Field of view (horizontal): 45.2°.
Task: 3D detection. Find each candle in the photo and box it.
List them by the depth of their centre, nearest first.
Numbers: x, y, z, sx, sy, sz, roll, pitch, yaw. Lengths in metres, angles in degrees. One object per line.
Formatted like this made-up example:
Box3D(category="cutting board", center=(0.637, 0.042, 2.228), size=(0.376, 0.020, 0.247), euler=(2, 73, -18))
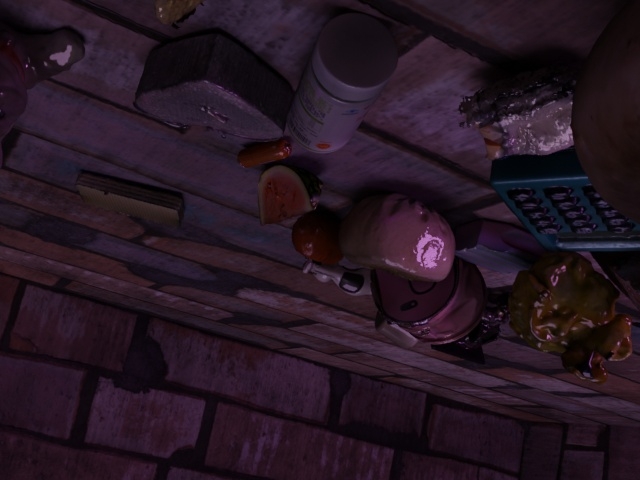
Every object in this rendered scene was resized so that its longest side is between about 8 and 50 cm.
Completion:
Box3D(category="candle", center=(-0.130, -0.182, 0.925), size=(0.192, 0.068, 0.168), euler=(11, 166, -4))

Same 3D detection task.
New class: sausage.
Box3D(category="sausage", center=(-0.077, -0.129, 1.126), size=(0.107, 0.031, 0.031), euler=(-8, 154, 45))
Box3D(category="sausage", center=(0.000, 0.000, 1.401), size=(0.089, 0.089, 0.179), euler=(5, 171, 21))

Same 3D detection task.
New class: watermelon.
Box3D(category="watermelon", center=(0.494, 0.044, 1.130), size=(0.094, 0.154, 0.241), euler=(53, 173, -20))
Box3D(category="watermelon", center=(-0.040, -0.079, 1.207), size=(0.069, 0.087, 0.163), euler=(-14, -179, -34))

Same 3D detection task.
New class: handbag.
Box3D(category="handbag", center=(0.188, 0.080, 1.350), size=(0.179, 0.205, 0.116), euler=(-26, 138, 15))

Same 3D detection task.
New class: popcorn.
Box3D(category="popcorn", center=(0.395, 0.109, 1.190), size=(0.195, 0.168, 0.173), euler=(34, -154, 32))

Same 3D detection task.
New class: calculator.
Box3D(category="calculator", center=(0.382, -0.047, 1.033), size=(0.248, 0.058, 0.274), euler=(-2, 157, 35))

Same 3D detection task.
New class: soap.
Box3D(category="soap", center=(0.298, 0.012, 1.280), size=(0.149, 0.056, 0.100), euler=(19, 159, -25))

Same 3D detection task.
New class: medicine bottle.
Box3D(category="medicine bottle", center=(0.019, -0.166, 0.846), size=(0.086, 0.086, 0.183), euler=(15, 163, -9))

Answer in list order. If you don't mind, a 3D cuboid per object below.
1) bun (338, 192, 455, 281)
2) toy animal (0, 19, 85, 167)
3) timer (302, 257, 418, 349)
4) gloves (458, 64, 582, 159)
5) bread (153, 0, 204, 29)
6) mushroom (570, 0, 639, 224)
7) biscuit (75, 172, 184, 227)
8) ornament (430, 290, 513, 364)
Box3D(category="bun", center=(0.122, -0.007, 1.231), size=(0.178, 0.128, 0.193), euler=(16, 174, -11))
Box3D(category="toy animal", center=(-0.492, -0.214, 0.901), size=(0.266, 0.188, 0.308), euler=(9, 169, 41))
Box3D(category="timer", center=(0.090, 0.087, 1.535), size=(0.266, 0.175, 0.175), euler=(24, 162, -4))
Box3D(category="gloves", center=(0.231, -0.142, 0.810), size=(0.153, 0.070, 0.114), euler=(-8, 147, 33))
Box3D(category="bread", center=(-0.078, -0.256, 0.614), size=(0.152, 0.127, 0.147), euler=(-4, 164, -7))
Box3D(category="mushroom", center=(0.371, -0.066, 0.567), size=(0.362, 0.295, 0.362), euler=(9, 163, 3))
Box3D(category="biscuit", center=(-0.362, -0.077, 1.472), size=(0.199, 0.040, 0.121), euler=(14, 165, -4))
Box3D(category="ornament", center=(0.354, 0.151, 1.668), size=(0.166, 0.153, 0.196), euler=(20, 138, -27))
